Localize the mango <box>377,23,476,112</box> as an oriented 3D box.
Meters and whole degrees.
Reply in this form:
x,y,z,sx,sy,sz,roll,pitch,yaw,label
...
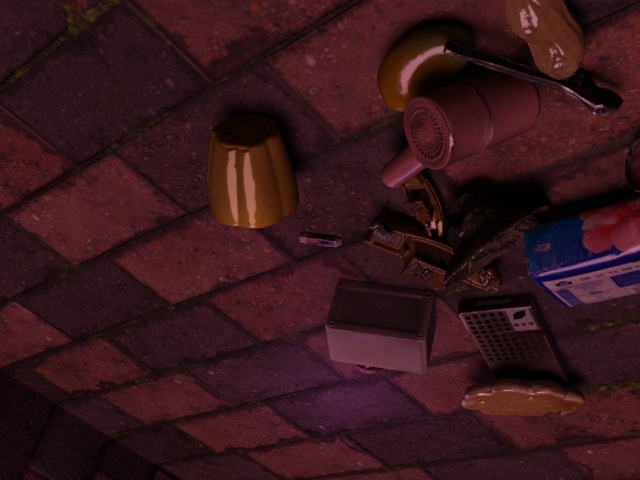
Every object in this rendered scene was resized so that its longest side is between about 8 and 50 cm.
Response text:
x,y,z,sx,sy,sz,roll,pitch,yaw,label
0.180,-0.298,1.463,0.194,0.092,0.130,-25,125,35,mango

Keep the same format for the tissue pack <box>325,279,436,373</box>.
x,y,z,sx,sy,sz,roll,pitch,yaw,label
0.149,0.206,2.066,0.246,0.159,0.136,8,141,14,tissue pack

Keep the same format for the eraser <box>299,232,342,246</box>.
x,y,z,sx,sy,sz,roll,pitch,yaw,label
0.000,0.000,1.976,0.099,0.019,0.027,8,143,14,eraser

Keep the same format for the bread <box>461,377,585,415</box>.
x,y,z,sx,sy,sz,roll,pitch,yaw,label
0.518,0.407,2.207,0.316,0.054,0.316,4,158,2,bread

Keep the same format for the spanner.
x,y,z,sx,sy,sz,roll,pitch,yaw,label
0.351,-0.270,1.402,0.325,0.093,0.026,14,138,-11,spanner

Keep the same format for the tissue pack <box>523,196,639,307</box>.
x,y,z,sx,sy,sz,roll,pitch,yaw,label
0.563,0.023,1.677,0.269,0.137,0.209,-19,143,35,tissue pack

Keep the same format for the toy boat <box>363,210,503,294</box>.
x,y,z,sx,sy,sz,roll,pitch,yaw,label
0.246,0.039,1.846,0.321,0.121,0.089,23,137,-8,toy boat

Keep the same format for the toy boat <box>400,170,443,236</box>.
x,y,z,sx,sy,sz,roll,pitch,yaw,label
0.205,-0.082,1.745,0.064,0.072,0.206,-5,137,30,toy boat

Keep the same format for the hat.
x,y,z,sx,sy,sz,roll,pitch,yaw,label
0.319,-0.031,1.705,0.128,0.265,0.265,56,143,14,hat

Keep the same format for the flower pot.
x,y,z,sx,sy,sz,roll,pitch,yaw,label
-0.145,-0.149,1.721,0.195,0.195,0.179,7,129,14,flower pot

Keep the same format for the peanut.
x,y,z,sx,sy,sz,roll,pitch,yaw,label
0.352,-0.340,1.335,0.090,0.099,0.214,-14,135,38,peanut

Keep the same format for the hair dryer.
x,y,z,sx,sy,sz,roll,pitch,yaw,label
0.214,-0.180,1.534,0.125,0.210,0.352,64,153,5,hair dryer

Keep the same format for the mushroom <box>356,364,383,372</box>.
x,y,z,sx,sy,sz,roll,pitch,yaw,label
0.122,0.317,2.292,0.129,0.073,0.088,27,172,-9,mushroom

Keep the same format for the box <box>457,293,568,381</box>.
x,y,z,sx,sy,sz,roll,pitch,yaw,label
0.474,0.248,2.082,0.180,0.047,0.325,-8,137,29,box

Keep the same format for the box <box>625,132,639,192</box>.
x,y,z,sx,sy,sz,roll,pitch,yaw,label
0.627,-0.127,1.461,0.135,0.151,0.151,22,144,-19,box
